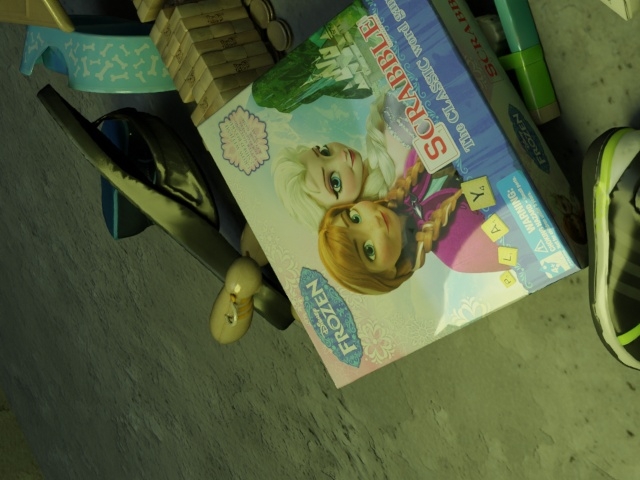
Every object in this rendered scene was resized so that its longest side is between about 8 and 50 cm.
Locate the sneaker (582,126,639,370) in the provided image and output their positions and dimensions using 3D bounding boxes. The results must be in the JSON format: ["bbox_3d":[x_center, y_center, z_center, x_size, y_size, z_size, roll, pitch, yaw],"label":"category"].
[{"bbox_3d":[0.285,0.013,0.947,0.097,0.084,0.234,7,120,44],"label":"sneaker"}]

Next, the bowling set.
[{"bbox_3d":[0.000,0.000,1.294,0.200,0.287,0.154,16,149,-5],"label":"bowling set"}]

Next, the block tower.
[{"bbox_3d":[-0.158,-0.279,1.345,0.335,0.091,0.097,63,148,11],"label":"block tower"}]

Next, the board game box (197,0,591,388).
[{"bbox_3d":[0.063,-0.054,1.089,0.318,0.066,0.318,-33,84,39],"label":"board game box"}]

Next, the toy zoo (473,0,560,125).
[{"bbox_3d":[0.111,-0.240,1.071,0.192,0.030,0.293,-7,105,56],"label":"toy zoo"}]

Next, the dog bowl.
[{"bbox_3d":[-0.297,-0.259,1.522,0.297,0.166,0.074,22,116,47],"label":"dog bowl"}]

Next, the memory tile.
[{"bbox_3d":[-0.085,-0.239,1.363,0.113,0.012,0.148,52,145,18],"label":"memory tile"}]

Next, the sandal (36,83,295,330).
[{"bbox_3d":[-0.181,-0.064,1.476,0.446,0.107,0.167,42,179,-5],"label":"sandal"}]

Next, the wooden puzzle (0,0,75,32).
[{"bbox_3d":[-0.422,-0.376,1.445,0.239,0.044,0.221,22,148,48],"label":"wooden puzzle"}]

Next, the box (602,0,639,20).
[{"bbox_3d":[0.124,-0.319,0.840,0.322,0.058,0.232,44,-176,23],"label":"box"}]

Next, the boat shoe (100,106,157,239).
[{"bbox_3d":[-0.277,-0.108,1.658,0.109,0.089,0.258,64,155,25],"label":"boat shoe"}]
